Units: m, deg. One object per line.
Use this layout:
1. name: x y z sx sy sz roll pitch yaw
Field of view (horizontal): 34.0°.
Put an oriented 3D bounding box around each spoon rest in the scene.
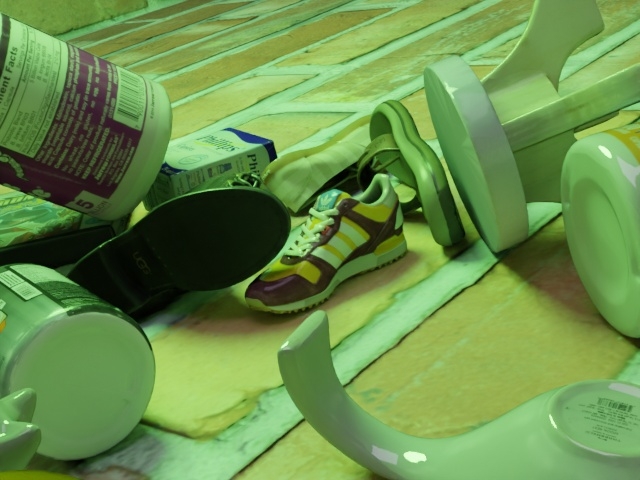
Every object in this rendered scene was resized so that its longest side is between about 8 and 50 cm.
1. spoon rest: 0.107 0.118 0.624 0.276 0.084 0.137 15 32 25

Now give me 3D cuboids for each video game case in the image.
1. video game case: -0.366 -0.014 1.266 0.274 0.035 0.248 -12 21 0

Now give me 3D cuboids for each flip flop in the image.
1. flip flop: 0.080 -0.064 1.076 0.080 0.112 0.277 -26 26 4

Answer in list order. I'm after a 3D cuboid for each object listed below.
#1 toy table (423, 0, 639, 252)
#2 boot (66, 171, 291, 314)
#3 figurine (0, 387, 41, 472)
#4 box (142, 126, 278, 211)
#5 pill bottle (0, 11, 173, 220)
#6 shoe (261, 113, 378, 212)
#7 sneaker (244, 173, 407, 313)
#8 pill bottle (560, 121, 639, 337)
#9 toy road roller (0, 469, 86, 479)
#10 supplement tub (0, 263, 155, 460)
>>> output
1. toy table: 0.194 -0.101 0.918 0.161 0.252 0.274 -21 11 4
2. boot: -0.112 -0.023 1.030 0.263 0.091 0.229 -19 14 27
3. figurine: -0.222 0.170 0.518 0.209 0.092 0.215 -38 22 0
4. box: -0.134 -0.076 1.247 0.137 0.072 0.126 -21 23 -25
5. pill bottle: -0.321 -0.141 1.090 0.301 0.169 0.169 21 2 -32
6. shoe: 0.025 -0.089 1.226 0.219 0.076 0.058 -27 68 -39
7. sneaker: 0.000 0.000 0.954 0.185 0.084 0.069 -28 26 -37
8. pill bottle: 0.329 -0.034 0.764 0.272 0.152 0.152 -15 21 -6
9. toy road roller: -0.132 0.149 0.300 0.202 0.329 0.240 6 49 40
10. supplement tub: -0.216 0.084 0.807 0.117 0.117 0.190 -24 23 -28
